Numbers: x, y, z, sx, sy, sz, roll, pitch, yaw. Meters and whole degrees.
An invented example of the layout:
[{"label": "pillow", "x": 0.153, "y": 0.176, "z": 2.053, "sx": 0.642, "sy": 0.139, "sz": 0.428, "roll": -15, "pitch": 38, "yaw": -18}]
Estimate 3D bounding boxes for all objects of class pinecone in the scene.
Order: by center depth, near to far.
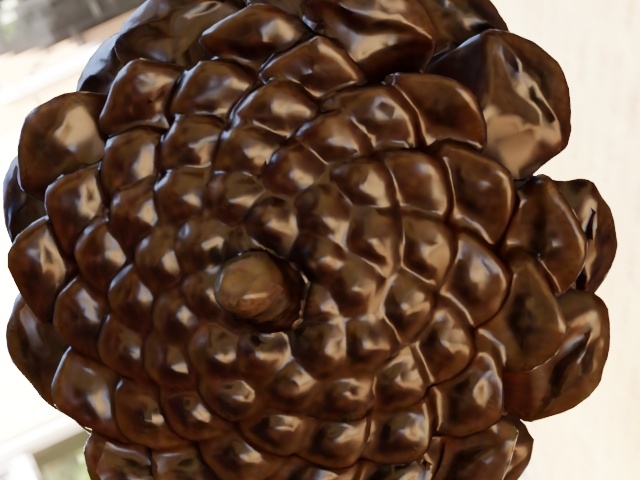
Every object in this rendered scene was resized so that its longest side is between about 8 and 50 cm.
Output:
[{"label": "pinecone", "x": 0.000, "y": 0.000, "z": 0.638, "sx": 0.208, "sy": 0.207, "sz": 0.208, "roll": 156, "pitch": 90, "yaw": -88}]
